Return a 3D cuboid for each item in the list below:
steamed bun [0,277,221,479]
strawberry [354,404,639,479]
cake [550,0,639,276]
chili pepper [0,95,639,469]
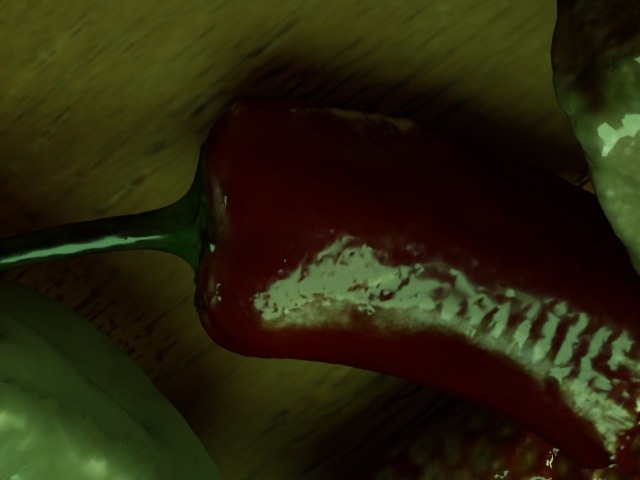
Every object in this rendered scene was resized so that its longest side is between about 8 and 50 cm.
[{"bbox_3d":[-0.234,0.157,0.918,0.342,0.255,0.368,-34,132,-4],"label":"steamed bun"},{"bbox_3d":[0.120,0.229,0.982,0.312,0.267,0.351,6,115,-18],"label":"strawberry"},{"bbox_3d":[0.208,-0.081,0.706,0.196,0.199,0.293,-14,131,20],"label":"cake"},{"bbox_3d":[0.001,-0.005,0.833,0.338,0.135,0.131,18,133,-7],"label":"chili pepper"}]
